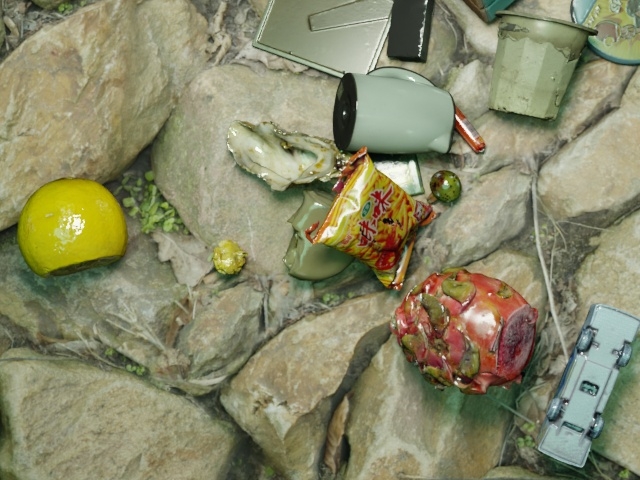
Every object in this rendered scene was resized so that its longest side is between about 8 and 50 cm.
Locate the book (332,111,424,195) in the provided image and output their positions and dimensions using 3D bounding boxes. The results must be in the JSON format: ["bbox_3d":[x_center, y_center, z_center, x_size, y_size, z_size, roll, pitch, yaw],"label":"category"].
[{"bbox_3d":[0.130,-0.199,1.751,0.160,0.024,0.228,-13,87,8],"label":"book"}]

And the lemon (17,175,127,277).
[{"bbox_3d":[-0.566,-0.038,1.779,0.241,0.240,0.219,-16,85,11],"label":"lemon"}]

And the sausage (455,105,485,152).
[{"bbox_3d":[0.317,-0.243,1.710,0.034,0.034,0.129,-39,84,9],"label":"sausage"}]

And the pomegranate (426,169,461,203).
[{"bbox_3d":[0.264,-0.117,1.706,0.085,0.073,0.073,-13,88,26],"label":"pomegranate"}]

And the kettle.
[{"bbox_3d":[0.157,-0.284,1.658,0.237,0.161,0.221,2,55,-15],"label":"kettle"}]

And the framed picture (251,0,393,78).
[{"bbox_3d":[0.011,-0.493,1.774,0.290,0.020,0.211,22,95,10],"label":"framed picture"}]

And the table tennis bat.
[{"bbox_3d":[0.612,-0.502,1.650,0.329,0.044,0.215,31,97,7],"label":"table tennis bat"}]

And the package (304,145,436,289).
[{"bbox_3d":[0.108,-0.038,1.646,0.288,0.108,0.223,34,79,-33],"label":"package"}]

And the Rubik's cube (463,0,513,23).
[{"bbox_3d":[0.338,-0.626,1.587,0.231,0.225,0.221,-41,71,10],"label":"Rubik's cube"}]

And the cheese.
[{"bbox_3d":[0.000,0.000,1.726,0.175,0.091,0.202,29,95,-10],"label":"cheese"}]

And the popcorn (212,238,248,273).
[{"bbox_3d":[-0.208,0.047,1.801,0.084,0.084,0.084,0,90,11],"label":"popcorn"}]

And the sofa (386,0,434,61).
[{"bbox_3d":[0.199,-0.471,1.725,0.085,0.060,0.147,8,93,23],"label":"sofa"}]

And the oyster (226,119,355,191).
[{"bbox_3d":[-0.052,-0.184,1.738,0.342,0.110,0.166,2,83,20],"label":"oyster"}]

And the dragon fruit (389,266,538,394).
[{"bbox_3d":[0.289,0.176,1.620,0.291,0.269,0.250,10,102,45],"label":"dragon fruit"}]

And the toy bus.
[{"bbox_3d":[0.549,0.290,1.617,0.109,0.136,0.329,22,95,12],"label":"toy bus"}]

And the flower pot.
[{"bbox_3d":[0.442,-0.354,1.608,0.213,0.212,0.202,13,100,11],"label":"flower pot"}]
